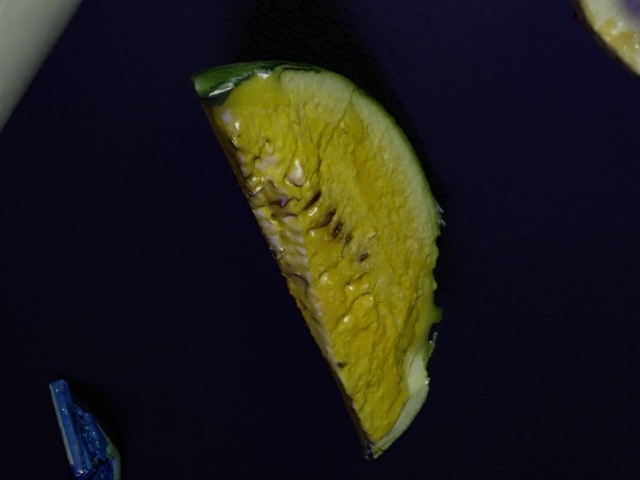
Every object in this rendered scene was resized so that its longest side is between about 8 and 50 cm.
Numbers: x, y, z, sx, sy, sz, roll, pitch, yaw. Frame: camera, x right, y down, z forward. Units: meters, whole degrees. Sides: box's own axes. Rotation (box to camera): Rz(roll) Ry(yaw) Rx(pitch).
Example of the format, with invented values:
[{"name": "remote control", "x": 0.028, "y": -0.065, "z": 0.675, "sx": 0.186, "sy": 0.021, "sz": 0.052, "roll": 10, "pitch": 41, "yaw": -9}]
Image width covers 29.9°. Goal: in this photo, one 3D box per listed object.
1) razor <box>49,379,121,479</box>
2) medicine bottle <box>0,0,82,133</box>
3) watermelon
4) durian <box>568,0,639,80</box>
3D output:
[{"name": "razor", "x": -0.220, "y": 0.245, "z": 1.162, "sx": 0.056, "sy": 0.093, "sz": 0.324, "roll": -12, "pitch": 148, "yaw": -17}, {"name": "medicine bottle", "x": -0.212, "y": -0.113, "z": 0.485, "sx": 0.211, "sy": 0.371, "sz": 0.211, "roll": 11, "pitch": 140, "yaw": 9}, {"name": "watermelon", "x": 0.000, "y": 0.000, "z": 0.718, "sx": 0.123, "sy": 0.129, "sz": 0.301, "roll": -4, "pitch": 130, "yaw": 23}, {"name": "durian", "x": 0.183, "y": -0.132, "z": 0.515, "sx": 0.188, "sy": 0.091, "sz": 0.148, "roll": 36, "pitch": 159, "yaw": -33}]
